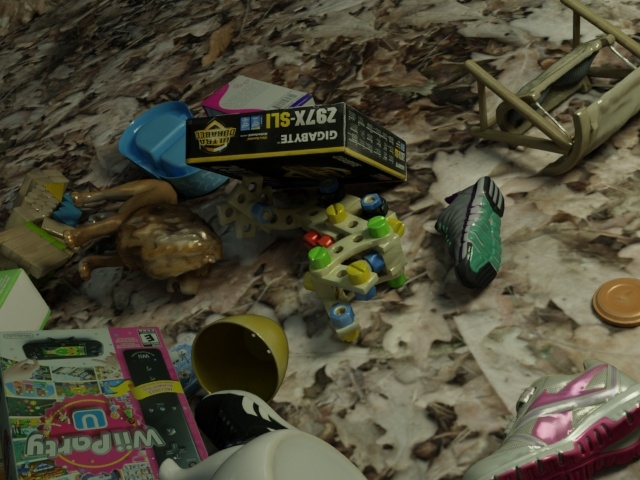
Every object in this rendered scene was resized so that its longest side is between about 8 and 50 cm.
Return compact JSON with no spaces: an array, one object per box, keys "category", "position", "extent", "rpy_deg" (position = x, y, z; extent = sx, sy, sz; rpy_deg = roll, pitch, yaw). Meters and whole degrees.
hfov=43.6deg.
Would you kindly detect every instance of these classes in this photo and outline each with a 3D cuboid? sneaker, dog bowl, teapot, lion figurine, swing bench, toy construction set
[{"category":"sneaker","position":[0.257,0.219,0.892],"extent":[0.252,0.102,0.111],"rpy_deg":[-24,34,-15]},{"category":"sneaker","position":[-0.103,0.245,0.980],"extent":[0.217,0.079,0.121],"rpy_deg":[17,9,36]},{"category":"dog bowl","position":[-0.279,-0.180,1.589],"extent":[0.166,0.074,0.297],"rpy_deg":[-46,45,-17]},{"category":"teapot","position":[-0.039,0.333,0.797],"extent":[0.187,0.252,0.256],"rpy_deg":[-43,20,15]},{"category":"sneaker","position":[0.214,-0.001,1.195],"extent":[0.098,0.083,0.223],"rpy_deg":[-21,29,34]},{"category":"lion figurine","position":[-0.308,-0.039,1.403],"extent":[0.240,0.142,0.392],"rpy_deg":[-16,34,-5]},{"category":"swing bench","position":[0.417,-0.247,1.312],"extent":[0.253,0.165,0.255],"rpy_deg":[-35,46,-18]},{"category":"toy construction set","position":[0.000,0.000,1.226],"extent":[0.215,0.151,0.328],"rpy_deg":[-40,53,-22]}]

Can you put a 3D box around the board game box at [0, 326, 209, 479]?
[{"category":"board game box","position":[-0.275,0.241,0.994],"extent":[0.224,0.097,0.303],"rpy_deg":[1,36,-29]}]

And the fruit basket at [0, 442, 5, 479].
[{"category":"fruit basket","position":[-0.397,0.340,0.974],"extent":[0.353,0.165,0.327],"rpy_deg":[1,35,12]}]

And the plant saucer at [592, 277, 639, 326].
[{"category":"plant saucer","position":[0.401,0.078,1.050],"extent":[0.084,0.013,0.083],"rpy_deg":[-12,40,10]}]

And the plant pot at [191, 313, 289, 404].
[{"category":"plant pot","position":[-0.097,0.154,1.105],"extent":[0.134,0.134,0.095],"rpy_deg":[0,18,24]}]

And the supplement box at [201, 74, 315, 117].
[{"category":"supplement box","position":[-0.113,-0.233,1.561],"extent":[0.220,0.113,0.111],"rpy_deg":[26,58,41]}]

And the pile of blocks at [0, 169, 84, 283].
[{"category":"pile of blocks","position":[-0.527,-0.005,1.505],"extent":[0.112,0.149,0.362],"rpy_deg":[-57,20,23]}]

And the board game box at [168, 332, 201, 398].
[{"category":"board game box","position":[-0.201,0.189,1.179],"extent":[0.090,0.020,0.090],"rpy_deg":[-37,42,-21]}]

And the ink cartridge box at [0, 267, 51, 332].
[{"category":"ink cartridge box","position":[-0.619,0.164,1.316],"extent":[0.273,0.114,0.198],"rpy_deg":[-8,40,15]}]

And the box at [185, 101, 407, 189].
[{"category":"box","position":[-0.027,-0.142,1.283],"extent":[0.257,0.322,0.079],"rpy_deg":[-1,86,21]}]
